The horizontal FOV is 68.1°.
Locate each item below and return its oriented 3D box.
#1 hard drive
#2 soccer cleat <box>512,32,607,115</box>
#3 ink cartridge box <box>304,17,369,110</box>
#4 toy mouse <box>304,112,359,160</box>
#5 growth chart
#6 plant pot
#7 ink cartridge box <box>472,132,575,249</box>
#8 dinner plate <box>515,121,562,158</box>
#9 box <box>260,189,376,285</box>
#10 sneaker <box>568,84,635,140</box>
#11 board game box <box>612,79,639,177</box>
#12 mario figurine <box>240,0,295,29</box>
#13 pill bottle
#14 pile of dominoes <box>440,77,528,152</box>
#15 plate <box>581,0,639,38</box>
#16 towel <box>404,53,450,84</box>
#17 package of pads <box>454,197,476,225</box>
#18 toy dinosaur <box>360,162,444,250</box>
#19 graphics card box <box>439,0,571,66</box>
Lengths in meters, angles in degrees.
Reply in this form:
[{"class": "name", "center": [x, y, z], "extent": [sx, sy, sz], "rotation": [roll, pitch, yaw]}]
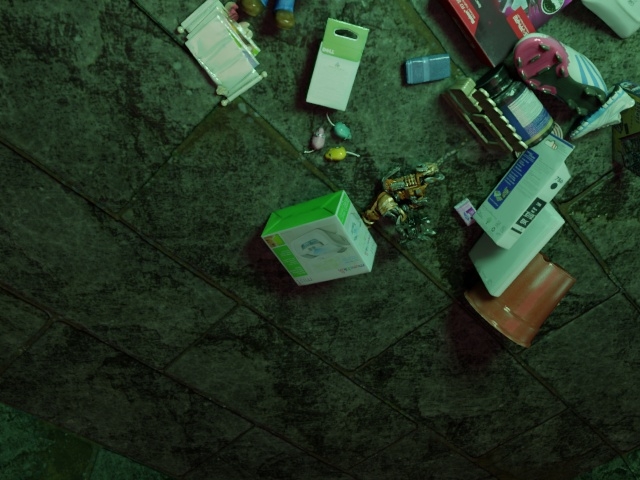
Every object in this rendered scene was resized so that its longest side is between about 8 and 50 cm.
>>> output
[{"class": "hard drive", "center": [0.588, -0.004, 1.457], "extent": [0.040, 0.203, 0.308], "rotation": [14, 126, -20]}, {"class": "soccer cleat", "center": [0.612, -0.448, 1.226], "extent": [0.331, 0.143, 0.116], "rotation": [23, 147, -27]}, {"class": "ink cartridge box", "center": [0.038, -0.451, 1.213], "extent": [0.108, 0.062, 0.209], "rotation": [11, 121, -12]}, {"class": "toy mouse", "center": [0.030, -0.288, 1.337], "extent": [0.160, 0.031, 0.143], "rotation": [-7, 123, -1]}, {"class": "growth chart", "center": [-0.240, -0.479, 1.193], "extent": [0.171, 0.021, 0.237], "rotation": [-26, 122, 11]}, {"class": "plant pot", "center": [0.673, 0.164, 1.573], "extent": [0.272, 0.272, 0.265], "rotation": [29, 108, -22]}, {"class": "ink cartridge box", "center": [0.596, -0.150, 1.377], "extent": [0.065, 0.165, 0.333], "rotation": [21, 117, -22]}, {"class": "dinner plate", "center": [0.644, -0.291, 1.403], "extent": [0.141, 0.017, 0.141], "rotation": [-2, 124, -3]}, {"class": "box", "center": [0.000, 0.000, 1.425], "extent": [0.261, 0.127, 0.231], "rotation": [-14, 126, 29]}, {"class": "sneaker", "center": [0.779, -0.334, 1.315], "extent": [0.082, 0.071, 0.191], "rotation": [31, 147, -2]}, {"class": "board game box", "center": [0.887, -0.306, 1.328], "extent": [0.042, 0.165, 0.243], "rotation": [-19, 123, 7]}, {"class": "mario figurine", "center": [-0.073, -0.630, 1.016], "extent": [0.198, 0.170, 0.321], "rotation": [-12, 141, -40]}, {"class": "pill bottle", "center": [0.516, -0.358, 1.274], "extent": [0.122, 0.123, 0.219], "rotation": [-40, 104, 19]}, {"class": "pile of dominoes", "center": [0.447, -0.331, 1.264], "extent": [0.251, 0.196, 0.040], "rotation": [39, 91, -26]}, {"class": "plate", "center": [0.773, -0.642, 1.107], "extent": [0.277, 0.045, 0.278], "rotation": [6, 126, -39]}, {"class": "towel", "center": [0.282, -0.455, 1.254], "extent": [0.119, 0.029, 0.067], "rotation": [-8, 124, 1]}, {"class": "package of pads", "center": [0.467, -0.091, 1.508], "extent": [0.050, 0.032, 0.083], "rotation": [-35, 120, 17]}, {"class": "toy dinosaur", "center": [0.237, -0.101, 1.440], "extent": [0.321, 0.164, 0.218], "rotation": [-29, 110, 41]}, {"class": "graphics card box", "center": [0.488, -0.630, 1.120], "extent": [0.371, 0.094, 0.232], "rotation": [-40, 119, 17]}]
